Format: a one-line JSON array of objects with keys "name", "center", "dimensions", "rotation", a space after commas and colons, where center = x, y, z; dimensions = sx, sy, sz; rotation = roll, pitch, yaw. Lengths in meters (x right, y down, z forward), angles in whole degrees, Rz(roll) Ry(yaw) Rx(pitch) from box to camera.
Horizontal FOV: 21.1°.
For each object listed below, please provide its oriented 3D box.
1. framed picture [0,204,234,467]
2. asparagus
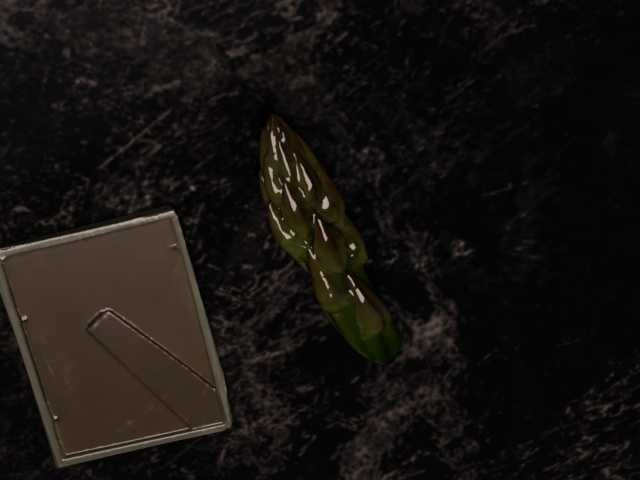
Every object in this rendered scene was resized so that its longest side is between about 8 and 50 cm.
[{"name": "framed picture", "center": [-0.202, 0.099, 1.685], "dimensions": [0.189, 0.023, 0.260], "rotation": [-14, 119, -2]}, {"name": "asparagus", "center": [0.000, 0.000, 1.641], "dimensions": [0.080, 0.080, 0.287], "rotation": [-22, 122, 2]}]
